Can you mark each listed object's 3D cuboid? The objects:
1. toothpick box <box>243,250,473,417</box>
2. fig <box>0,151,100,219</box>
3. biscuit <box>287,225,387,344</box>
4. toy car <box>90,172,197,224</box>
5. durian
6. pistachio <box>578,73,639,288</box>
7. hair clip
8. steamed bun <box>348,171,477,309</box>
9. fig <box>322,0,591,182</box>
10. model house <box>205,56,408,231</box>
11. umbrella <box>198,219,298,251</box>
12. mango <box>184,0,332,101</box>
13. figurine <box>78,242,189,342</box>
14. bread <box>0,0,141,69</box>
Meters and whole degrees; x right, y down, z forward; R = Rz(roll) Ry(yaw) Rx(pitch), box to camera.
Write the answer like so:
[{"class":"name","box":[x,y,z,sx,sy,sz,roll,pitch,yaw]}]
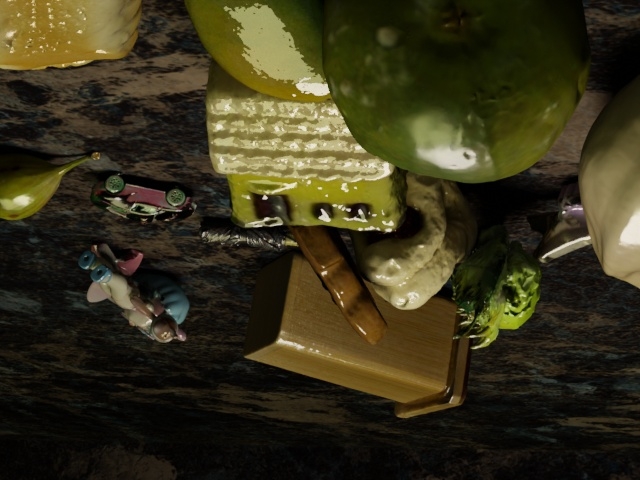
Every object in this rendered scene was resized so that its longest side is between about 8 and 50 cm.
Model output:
[{"class":"toothpick box","box":[0.056,0.140,2.239,0.308,0.187,0.190,18,160,-21]},{"class":"fig","box":[-0.361,-0.068,1.876,0.166,0.093,0.093,2,162,11]},{"class":"biscuit","box":[-0.001,0.001,1.772,0.043,0.278,0.301,-31,178,3]},{"class":"toy car","box":[-0.237,-0.049,1.945,0.142,0.055,0.069,11,165,-9]},{"class":"durian","box":[0.213,0.061,1.803,0.132,0.106,0.375,-38,-173,16]},{"class":"pistachio","box":[0.362,-0.070,1.434,0.226,0.208,0.332,-33,152,-17]},{"class":"hair clip","box":[0.376,-0.034,1.735,0.292,0.084,0.106,-10,153,30]},{"class":"steamed bun","box":[0.099,0.003,1.753,0.141,0.155,0.172,-10,136,28]},{"class":"fig","box":[0.125,-0.169,1.252,0.233,0.233,0.314,2,-165,16]},{"class":"model house","box":[-0.009,-0.132,1.458,0.193,0.175,0.234,4,152,10]},{"class":"umbrella","box":[-0.100,-0.007,2.052,0.144,0.037,0.040,5,-169,7]},{"class":"mango","box":[-0.048,-0.193,1.282,0.122,0.085,0.191,-24,116,16]},{"class":"figurine","box":[-0.277,0.086,2.281,0.205,0.103,0.260,26,169,30]},{"class":"bread","box":[-0.232,-0.240,1.217,0.173,0.121,0.311,-4,165,-11]}]
